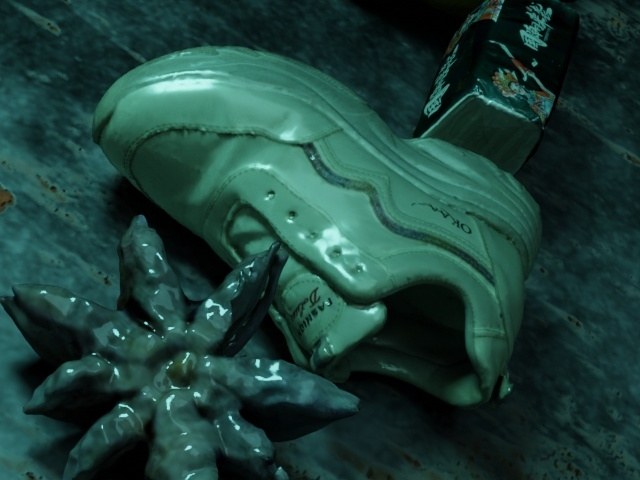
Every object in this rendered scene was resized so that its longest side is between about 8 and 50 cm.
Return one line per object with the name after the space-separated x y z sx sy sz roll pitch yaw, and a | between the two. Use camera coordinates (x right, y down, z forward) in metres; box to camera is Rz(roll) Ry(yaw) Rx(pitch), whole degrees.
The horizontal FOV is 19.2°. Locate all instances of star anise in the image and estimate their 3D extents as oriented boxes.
-0.087 0.091 1.181 0.229 0.093 0.236 3 58 -7 | star anise

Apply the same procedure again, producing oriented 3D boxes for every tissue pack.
0.141 -0.122 1.524 0.090 0.103 0.170 31 42 -10 | tissue pack

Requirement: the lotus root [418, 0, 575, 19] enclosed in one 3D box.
0.111 -0.259 1.611 0.260 0.128 0.145 21 4 -13 | lotus root

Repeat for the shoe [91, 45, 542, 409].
0.000 0.000 1.301 0.342 0.132 0.210 23 40 -15 | shoe
